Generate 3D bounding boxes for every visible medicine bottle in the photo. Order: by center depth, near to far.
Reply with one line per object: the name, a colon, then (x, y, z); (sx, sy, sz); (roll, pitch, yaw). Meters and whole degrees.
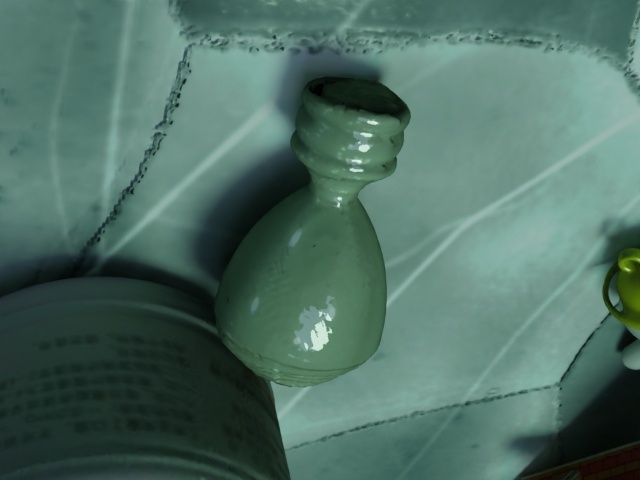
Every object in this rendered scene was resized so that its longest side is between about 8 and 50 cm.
medicine bottle: (-0.127, 0.197, 0.555); (0.241, 0.302, 0.241); (-7, 131, -8)

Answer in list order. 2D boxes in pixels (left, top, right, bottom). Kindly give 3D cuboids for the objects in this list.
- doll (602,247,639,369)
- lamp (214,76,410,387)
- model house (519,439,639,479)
doll: (0.270, 0.068, 0.698); (0.129, 0.081, 0.207); (-13, 136, 43)
lamp: (0.000, 0.000, 0.567); (0.106, 0.106, 0.193); (7, 117, -19)
model house: (0.283, 0.220, 0.781); (0.207, 0.154, 0.294); (-33, 177, -40)
